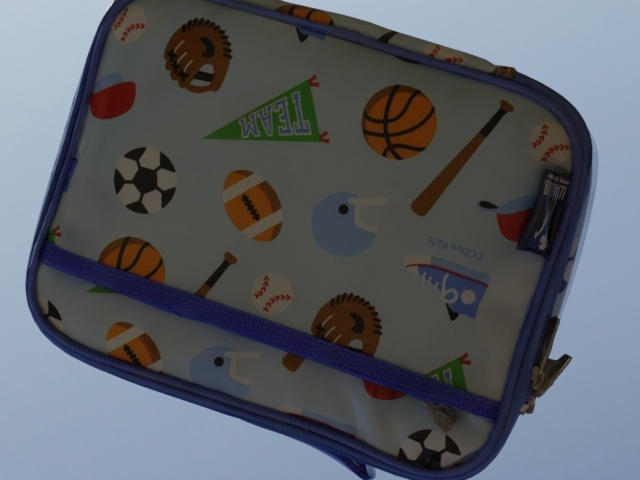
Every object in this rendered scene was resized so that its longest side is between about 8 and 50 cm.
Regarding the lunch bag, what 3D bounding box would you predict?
[{"bbox_3d":[0.000,0.000,0.870,0.303,0.243,0.115,19,-176,11],"label":"lunch bag"}]
